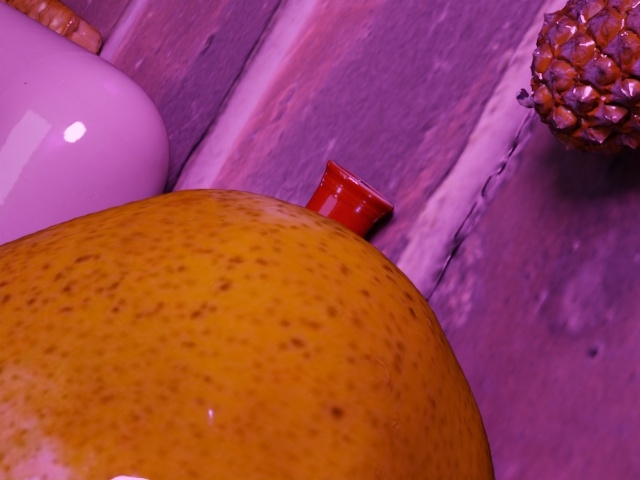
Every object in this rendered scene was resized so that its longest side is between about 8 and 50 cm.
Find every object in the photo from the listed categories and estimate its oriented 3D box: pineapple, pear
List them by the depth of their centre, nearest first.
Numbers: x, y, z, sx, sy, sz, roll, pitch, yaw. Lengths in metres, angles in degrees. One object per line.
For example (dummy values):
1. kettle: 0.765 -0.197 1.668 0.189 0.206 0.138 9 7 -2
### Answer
1. pear: -0.067 0.117 0.476 0.294 0.294 0.294 -28 46 34
2. pineapple: 0.178 -0.100 0.496 0.221 0.083 0.103 -23 20 41

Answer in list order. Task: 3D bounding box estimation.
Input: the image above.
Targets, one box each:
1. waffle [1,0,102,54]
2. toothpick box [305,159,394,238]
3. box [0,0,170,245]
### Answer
1. waffle: -0.306 -0.173 1.117 0.168 0.057 0.274 -54 37 4
2. toothpick box: 0.000 0.000 0.660 0.083 0.047 0.047 -54 37 6
3. box: -0.279 -0.038 0.885 0.349 0.141 0.288 32 90 40
